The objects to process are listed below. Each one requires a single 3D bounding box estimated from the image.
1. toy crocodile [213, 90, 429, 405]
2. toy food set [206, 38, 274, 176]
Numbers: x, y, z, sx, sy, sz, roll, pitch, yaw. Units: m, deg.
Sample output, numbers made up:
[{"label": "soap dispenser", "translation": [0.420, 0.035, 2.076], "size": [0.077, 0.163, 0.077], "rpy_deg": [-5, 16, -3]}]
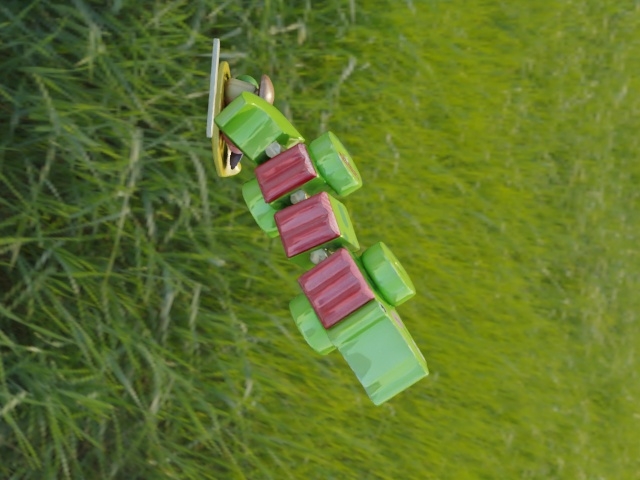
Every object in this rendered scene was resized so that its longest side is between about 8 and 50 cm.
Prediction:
[{"label": "toy crocodile", "translation": [0.000, 0.000, 1.059], "size": [0.341, 0.115, 0.105], "rpy_deg": [65, 13, 19]}, {"label": "toy food set", "translation": [-0.094, -0.153, 1.331], "size": [0.071, 0.218, 0.128], "rpy_deg": [4, 79, 0]}]
